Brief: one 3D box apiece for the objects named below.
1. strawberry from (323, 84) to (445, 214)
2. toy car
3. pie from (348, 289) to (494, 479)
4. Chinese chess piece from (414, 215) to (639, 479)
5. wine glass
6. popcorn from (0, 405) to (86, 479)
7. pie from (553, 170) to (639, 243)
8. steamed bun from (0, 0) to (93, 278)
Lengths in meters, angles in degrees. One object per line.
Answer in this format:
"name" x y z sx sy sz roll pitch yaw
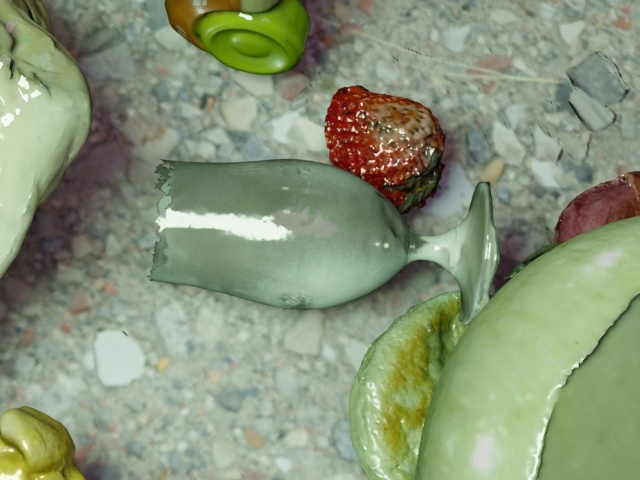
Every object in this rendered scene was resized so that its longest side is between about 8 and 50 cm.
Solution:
"strawberry" 0.043 -0.067 1.070 0.083 0.083 0.096 -28 66 -25
"toy car" -0.101 -0.227 1.015 0.235 0.235 0.145 17 66 -11
"pie" 0.107 0.126 1.037 0.186 0.041 0.187 6 69 -16
"Chinese chess piece" 0.223 0.156 0.952 0.349 0.146 0.349 -1 92 -26
"wine glass" 0.000 0.000 1.003 0.222 0.103 0.103 5 69 -2
"popcorn" -0.190 0.182 0.873 0.163 0.140 0.194 -41 76 -18
"pie" 0.244 0.034 1.103 0.182 0.049 0.182 11 61 -21
"steamed bun" -0.283 -0.066 0.907 0.268 0.207 0.280 28 91 -7
